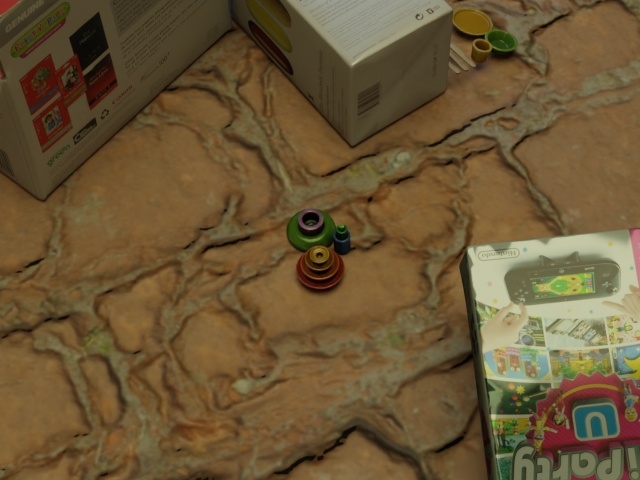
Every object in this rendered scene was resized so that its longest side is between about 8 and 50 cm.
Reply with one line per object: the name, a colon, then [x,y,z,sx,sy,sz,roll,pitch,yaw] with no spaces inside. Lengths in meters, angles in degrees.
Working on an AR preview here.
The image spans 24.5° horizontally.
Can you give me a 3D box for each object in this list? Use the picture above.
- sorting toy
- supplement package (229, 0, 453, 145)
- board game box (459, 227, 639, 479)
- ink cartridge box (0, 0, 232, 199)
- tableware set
sorting toy: [0.000,0.000,1.485,0.061,0.042,0.102,-11,57,-5]
supplement package: [0.014,-0.248,1.589,0.134,0.139,0.244,-31,60,-18]
board game box: [0.252,0.148,1.295,0.224,0.097,0.303,-6,77,-1]
ink cartridge box: [-0.246,-0.245,1.516,0.130,0.272,0.309,34,63,21]
tableware set: [0.143,-0.249,1.640,0.104,0.024,0.154,-24,56,-32]
